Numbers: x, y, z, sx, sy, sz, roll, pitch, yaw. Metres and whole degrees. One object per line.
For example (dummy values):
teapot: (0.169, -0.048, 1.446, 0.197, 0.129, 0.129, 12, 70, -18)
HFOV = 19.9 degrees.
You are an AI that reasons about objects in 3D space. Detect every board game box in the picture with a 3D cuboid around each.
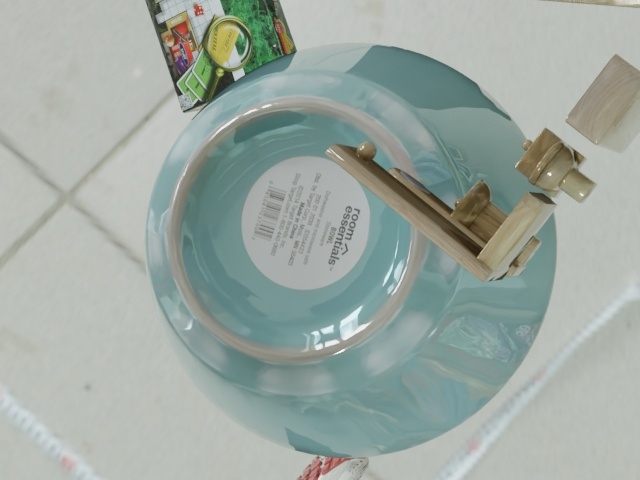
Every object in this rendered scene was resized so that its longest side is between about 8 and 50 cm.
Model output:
board game box: (-0.115, -0.262, 1.688, 0.136, 0.030, 0.259, -21, 87, 34)

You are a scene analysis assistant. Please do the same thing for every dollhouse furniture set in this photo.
dollhouse furniture set: (0.113, -0.073, 1.128, 0.123, 0.144, 0.151, 39, 101, 13)

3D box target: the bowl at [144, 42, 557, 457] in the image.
bowl: (0.000, 0.000, 1.276, 0.312, 0.163, 0.311, -1, 85, 15)

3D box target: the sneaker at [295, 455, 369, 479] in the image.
sneaker: (-0.005, 0.281, 1.638, 0.093, 0.088, 0.225, 25, 109, 2)

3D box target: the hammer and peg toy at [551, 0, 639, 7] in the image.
hammer and peg toy: (0.186, -0.388, 1.593, 0.266, 0.127, 0.361, 7, 113, 12)
